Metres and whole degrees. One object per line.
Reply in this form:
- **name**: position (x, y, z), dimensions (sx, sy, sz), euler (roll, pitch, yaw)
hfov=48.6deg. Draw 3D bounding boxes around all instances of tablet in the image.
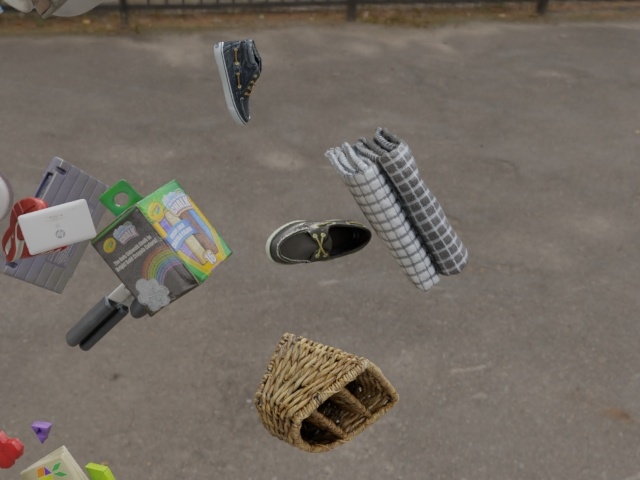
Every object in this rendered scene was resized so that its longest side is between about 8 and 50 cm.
- **tablet**: position (-0.331, -0.017, 0.892), dimensions (0.083, 0.054, 0.006), euler (-18, 25, -18)

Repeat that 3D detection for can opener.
- **can opener**: position (-0.495, 0.181, 1.695), dimensions (0.076, 0.283, 0.095), euler (33, 21, -44)

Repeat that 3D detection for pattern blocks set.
- **pattern blocks set**: position (-0.525, 0.517, 1.446), dimensions (0.286, 0.324, 0.026), euler (-17, 9, 24)

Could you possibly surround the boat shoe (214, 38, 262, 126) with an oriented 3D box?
- **boat shoe**: position (-0.156, -0.323, 1.461), dimensions (0.083, 0.183, 0.065), euler (-7, 34, 11)

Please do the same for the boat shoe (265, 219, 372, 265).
- **boat shoe**: position (0.000, 0.000, 1.328), dimensions (0.228, 0.081, 0.069), euler (-14, 13, -42)

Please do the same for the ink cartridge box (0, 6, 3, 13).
- **ink cartridge box**: position (-0.813, -0.570, 1.670), dimensions (0.052, 0.088, 0.122), euler (-43, 40, -19)

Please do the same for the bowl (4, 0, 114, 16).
- **bowl**: position (-0.468, -0.458, 1.112), dimensions (0.298, 0.298, 0.134), euler (26, 69, 32)

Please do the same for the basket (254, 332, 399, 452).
- **basket**: position (0.016, 0.369, 1.570), dimensions (0.223, 0.299, 0.213), euler (14, 68, 25)

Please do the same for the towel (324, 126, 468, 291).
- **towel**: position (0.131, -0.066, 1.206), dimensions (0.121, 0.235, 0.283), euler (-33, 17, 3)

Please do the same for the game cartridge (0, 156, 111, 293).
- **game cartridge**: position (-0.760, -0.038, 2.048), dimensions (0.068, 0.230, 0.354), euler (20, 80, 27)

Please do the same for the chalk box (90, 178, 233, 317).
- **chalk box**: position (-0.280, -0.007, 1.193), dimensions (0.132, 0.213, 0.132), euler (-32, 8, 28)

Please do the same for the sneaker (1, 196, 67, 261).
- **sneaker**: position (-0.620, -0.032, 1.585), dimensions (0.128, 0.221, 0.087), euler (-11, 72, -45)

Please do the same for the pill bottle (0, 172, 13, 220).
- **pill bottle**: position (-0.937, -0.117, 1.927), dimensions (0.182, 0.181, 0.323), euler (-9, 7, -19)

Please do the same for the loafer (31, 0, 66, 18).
- **loafer**: position (-0.291, -0.273, 0.763), dimensions (0.045, 0.039, 0.125), euler (-50, 25, -15)
